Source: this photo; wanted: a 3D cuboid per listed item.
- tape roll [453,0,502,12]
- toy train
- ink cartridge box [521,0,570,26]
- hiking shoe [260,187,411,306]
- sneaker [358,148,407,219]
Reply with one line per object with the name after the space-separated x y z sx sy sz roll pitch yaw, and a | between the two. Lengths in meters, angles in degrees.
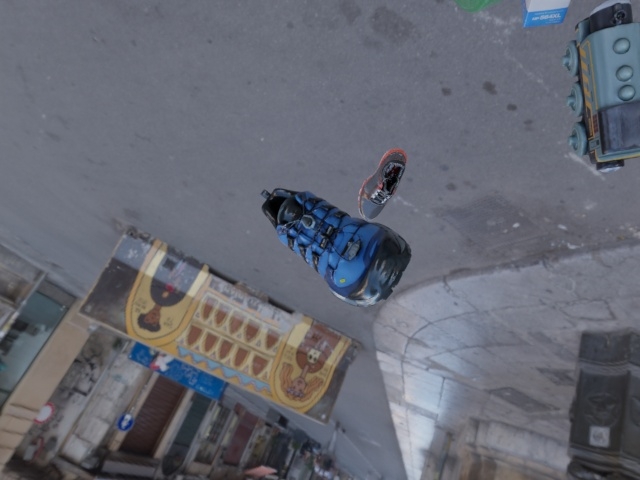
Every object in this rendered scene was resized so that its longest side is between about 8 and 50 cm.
0.100 -0.340 0.310 0.077 0.322 0.321 -19 140 14 | tape roll
0.591 -0.309 0.899 0.142 0.334 0.190 -6 -177 15 | toy train
0.464 -0.564 0.883 0.085 0.148 0.203 1 163 13 | ink cartridge box
0.000 0.000 0.603 0.132 0.113 0.304 28 179 -26 | hiking shoe
0.116 -0.099 0.851 0.061 0.065 0.158 17 122 -8 | sneaker
